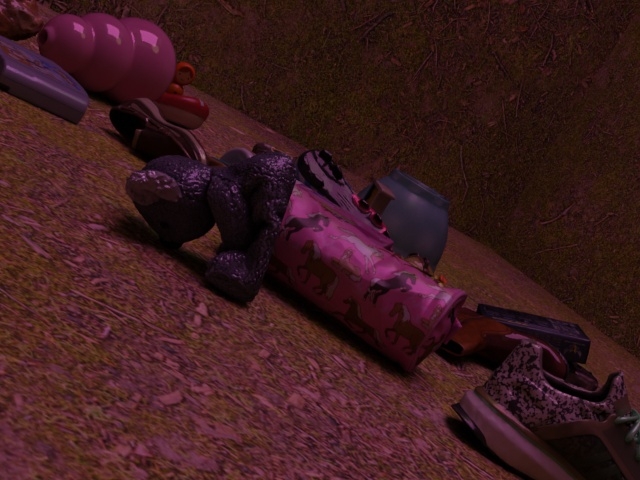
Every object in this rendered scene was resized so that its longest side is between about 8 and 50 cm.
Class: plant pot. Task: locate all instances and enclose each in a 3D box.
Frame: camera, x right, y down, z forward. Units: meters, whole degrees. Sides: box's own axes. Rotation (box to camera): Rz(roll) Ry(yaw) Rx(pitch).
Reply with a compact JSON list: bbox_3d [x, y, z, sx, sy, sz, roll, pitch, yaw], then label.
[{"bbox_3d":[0.219,-0.066,2.698,0.293,0.196,0.293,30,8,-5],"label":"plant pot"}]

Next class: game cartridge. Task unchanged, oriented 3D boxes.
[{"bbox_3d":[-0.552,-0.316,1.958,0.198,0.062,0.297,19,14,-37],"label":"game cartridge"}]

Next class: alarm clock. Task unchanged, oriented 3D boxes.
[{"bbox_3d":[0.538,0.296,2.205,0.129,0.064,0.192,30,12,-10],"label":"alarm clock"}]

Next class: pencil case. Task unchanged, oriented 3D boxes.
[{"bbox_3d":[0.036,0.046,1.583,0.386,0.160,0.167,34,48,16],"label":"pencil case"}]

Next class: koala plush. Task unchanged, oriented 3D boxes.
[{"bbox_3d":[-0.160,-0.053,1.429,0.221,0.203,0.196,19,9,-2],"label":"koala plush"}]

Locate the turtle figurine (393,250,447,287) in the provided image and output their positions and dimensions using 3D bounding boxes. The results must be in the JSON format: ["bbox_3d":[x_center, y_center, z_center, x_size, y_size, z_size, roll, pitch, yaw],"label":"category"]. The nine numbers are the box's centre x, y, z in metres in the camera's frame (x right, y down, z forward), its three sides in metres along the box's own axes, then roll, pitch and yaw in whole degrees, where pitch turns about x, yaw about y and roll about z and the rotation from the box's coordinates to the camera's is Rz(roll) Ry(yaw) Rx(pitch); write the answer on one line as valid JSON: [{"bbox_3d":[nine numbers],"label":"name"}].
[{"bbox_3d":[0.202,0.072,2.217,0.217,0.087,0.269,24,11,-40],"label":"turtle figurine"}]

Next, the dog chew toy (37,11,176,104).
[{"bbox_3d":[-0.487,-0.420,2.314,0.206,0.206,0.332,38,18,36],"label":"dog chew toy"}]

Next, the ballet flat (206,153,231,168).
[{"bbox_3d":[-0.228,-0.138,1.981,0.232,0.073,0.080,31,-5,43],"label":"ballet flat"}]

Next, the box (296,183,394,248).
[{"bbox_3d":[0.000,0.000,1.835,0.213,0.117,0.243,33,9,8],"label":"box"}]

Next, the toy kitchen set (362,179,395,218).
[{"bbox_3d":[0.032,-0.095,2.315,0.207,0.166,0.122,27,10,-24],"label":"toy kitchen set"}]

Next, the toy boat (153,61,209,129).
[{"bbox_3d":[-0.371,-0.385,2.624,0.231,0.151,0.151,37,11,34],"label":"toy boat"}]

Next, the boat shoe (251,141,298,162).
[{"bbox_3d":[-0.066,-0.155,2.456,0.117,0.096,0.324,1,-7,31],"label":"boat shoe"}]

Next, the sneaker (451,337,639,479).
[{"bbox_3d":[0.392,0.275,1.401,0.410,0.182,0.158,31,8,-6],"label":"sneaker"}]

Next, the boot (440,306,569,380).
[{"bbox_3d":[0.309,0.190,1.900,0.264,0.096,0.280,36,11,26],"label":"boot"}]

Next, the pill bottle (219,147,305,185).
[{"bbox_3d":[-0.115,-0.107,2.060,0.187,0.112,0.112,21,13,-47],"label":"pill bottle"}]

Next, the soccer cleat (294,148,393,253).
[{"bbox_3d":[0.044,-0.039,2.151,0.116,0.143,0.331,-20,68,-26],"label":"soccer cleat"}]

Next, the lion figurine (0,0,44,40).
[{"bbox_3d":[-0.753,-0.494,2.101,0.240,0.142,0.392,40,24,7],"label":"lion figurine"}]

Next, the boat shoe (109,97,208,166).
[{"bbox_3d":[-0.316,-0.184,1.955,0.095,0.095,0.257,-11,38,-42],"label":"boat shoe"}]

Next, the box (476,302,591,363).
[{"bbox_3d":[0.454,0.200,2.231,0.233,0.059,0.183,11,7,3],"label":"box"}]
